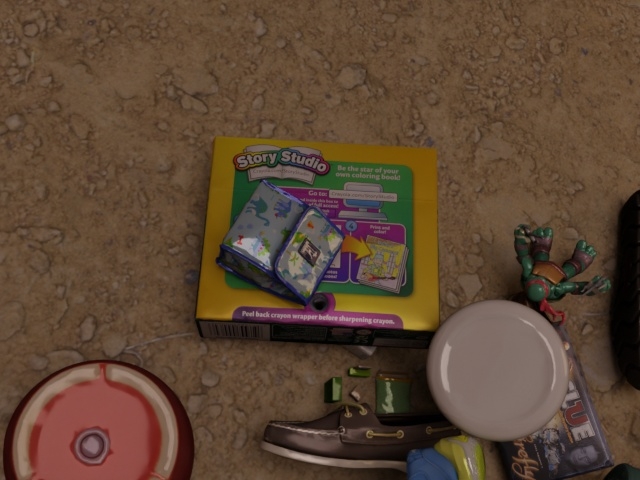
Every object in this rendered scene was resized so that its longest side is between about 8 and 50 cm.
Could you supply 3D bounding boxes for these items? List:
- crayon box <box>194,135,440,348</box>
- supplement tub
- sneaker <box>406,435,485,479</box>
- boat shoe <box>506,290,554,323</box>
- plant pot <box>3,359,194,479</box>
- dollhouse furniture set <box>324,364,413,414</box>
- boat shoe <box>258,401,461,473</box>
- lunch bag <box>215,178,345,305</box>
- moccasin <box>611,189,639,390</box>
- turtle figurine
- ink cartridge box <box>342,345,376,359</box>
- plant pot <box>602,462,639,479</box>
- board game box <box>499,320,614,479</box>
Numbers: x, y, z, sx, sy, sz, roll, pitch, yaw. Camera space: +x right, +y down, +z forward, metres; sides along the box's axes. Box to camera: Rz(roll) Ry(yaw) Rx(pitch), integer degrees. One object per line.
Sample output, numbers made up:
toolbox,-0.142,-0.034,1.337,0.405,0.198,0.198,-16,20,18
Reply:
crayon box,0.000,0.000,1.232,0.363,0.106,0.313,4,66,-2
supplement tub,0.263,0.192,1.154,0.191,0.272,0.191,-2,80,13
sneaker,0.171,0.383,1.047,0.126,0.091,0.240,-8,86,22
boat shoe,0.383,0.170,1.348,0.064,0.060,0.178,-23,80,-20
plant pot,-0.296,0.277,1.039,0.275,0.243,0.275,4,73,-13
dollhouse furniture set,0.085,0.241,1.248,0.152,0.058,0.076,6,72,-13
boat shoe,0.067,0.296,1.188,0.324,0.116,0.096,10,86,-16
lunch bag,-0.055,0.007,1.120,0.151,0.096,0.129,31,66,-1
moccasin,0.614,0.092,1.403,0.147,0.139,0.380,14,60,-1
turtle figurine,0.388,0.047,1.308,0.175,0.118,0.234,39,28,10
ink cartridge box,0.049,0.124,1.279,0.122,0.052,0.088,36,68,-1
plant pot,0.550,0.484,1.198,0.255,0.271,0.271,24,68,9
board game box,0.360,0.271,1.284,0.165,0.042,0.243,-19,77,8
